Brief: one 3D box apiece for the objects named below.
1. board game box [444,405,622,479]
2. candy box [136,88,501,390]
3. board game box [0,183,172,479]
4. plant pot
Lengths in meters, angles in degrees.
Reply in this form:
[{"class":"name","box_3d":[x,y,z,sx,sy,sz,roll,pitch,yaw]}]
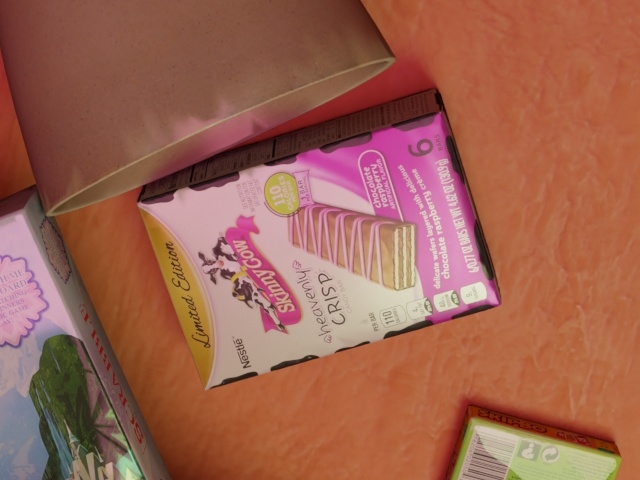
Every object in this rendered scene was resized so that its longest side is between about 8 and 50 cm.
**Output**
[{"class":"board game box","box_3d":[0.140,0.266,1.458,0.124,0.039,0.259,15,105,-3]},{"class":"candy box","box_3d":[0.000,0.000,1.353,0.233,0.071,0.159,-17,108,7]},{"class":"board game box","box_3d":[-0.281,0.163,1.279,0.319,0.066,0.318,-21,106,8]},{"class":"plant pot","box_3d":[-0.120,-0.192,1.221,0.256,0.256,0.274,-24,91,8]}]
